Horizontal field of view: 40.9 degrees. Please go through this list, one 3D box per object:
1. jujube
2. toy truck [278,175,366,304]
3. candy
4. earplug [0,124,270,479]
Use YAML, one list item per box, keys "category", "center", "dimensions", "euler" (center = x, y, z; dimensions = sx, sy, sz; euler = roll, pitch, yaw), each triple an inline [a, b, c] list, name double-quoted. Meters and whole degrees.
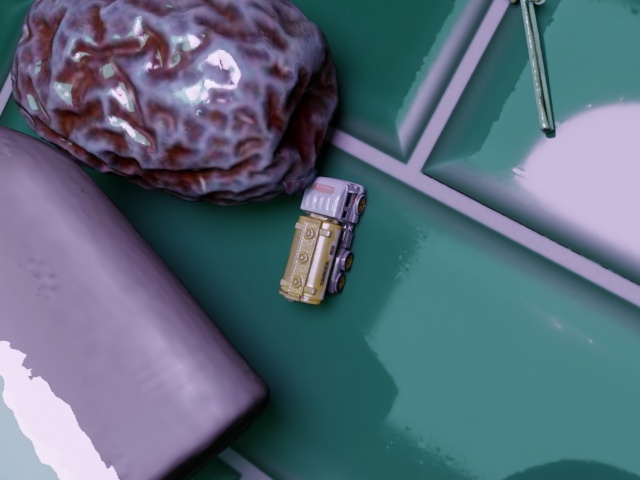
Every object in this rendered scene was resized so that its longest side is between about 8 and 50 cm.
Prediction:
- category: "jujube"
  center: [-0.138, -0.152, 0.811]
  dimensions: [0.317, 0.226, 0.226]
  euler: [23, 95, 22]
- category: "toy truck"
  center: [0.000, 0.000, 0.814]
  dimensions: [0.052, 0.063, 0.123]
  euler: [15, 92, 24]
- category: "candy"
  center: [0.182, -0.225, 0.765]
  dimensions: [0.077, 0.073, 0.262]
  euler: [-10, 89, 41]
- category: "earplug"
  center: [-0.276, 0.086, 0.762]
  dimensions: [0.312, 0.312, 0.394]
  euler: [-42, 80, 15]
